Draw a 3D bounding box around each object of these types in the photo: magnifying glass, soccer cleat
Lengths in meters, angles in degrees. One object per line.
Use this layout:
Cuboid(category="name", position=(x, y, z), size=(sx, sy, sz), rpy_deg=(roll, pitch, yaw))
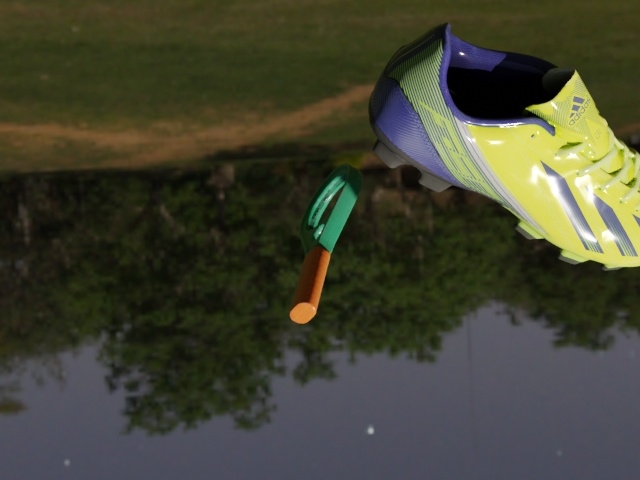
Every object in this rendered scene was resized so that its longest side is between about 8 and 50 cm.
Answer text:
Cuboid(category="magnifying glass", position=(0.000, 0.000, 1.242), size=(0.026, 0.092, 0.231), rpy_deg=(33, -144, -16))
Cuboid(category="soccer cleat", position=(0.173, -0.063, 0.863), size=(0.289, 0.093, 0.121), rpy_deg=(22, 136, -19))
